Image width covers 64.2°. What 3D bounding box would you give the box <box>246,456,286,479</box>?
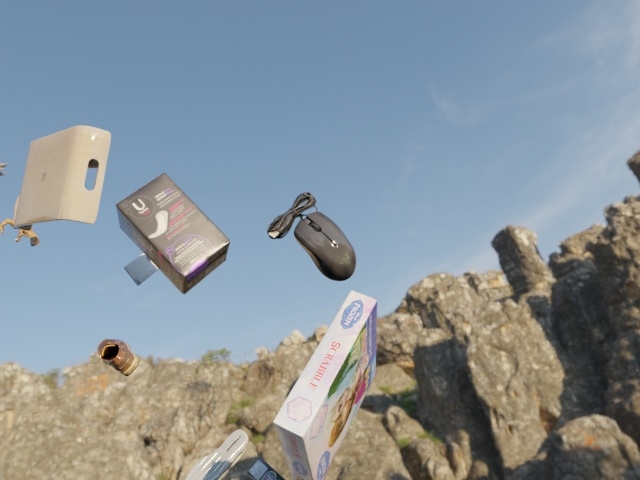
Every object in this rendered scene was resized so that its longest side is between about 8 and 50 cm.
[{"bbox_3d":[-0.068,0.740,1.416,0.060,0.270,0.216,-44,-60,-24],"label":"box"}]

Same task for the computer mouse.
[{"bbox_3d":[0.000,0.000,1.434,0.188,0.272,0.072,-46,2,-25],"label":"computer mouse"}]

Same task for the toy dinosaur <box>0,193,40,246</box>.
[{"bbox_3d":[-0.930,-0.063,1.578,0.112,0.212,0.064,-20,-13,-27],"label":"toy dinosaur"}]

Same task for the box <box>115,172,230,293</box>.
[{"bbox_3d":[-0.397,-0.018,1.383,0.165,0.270,0.143,-41,-8,-28],"label":"box"}]

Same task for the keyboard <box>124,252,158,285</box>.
[{"bbox_3d":[-0.557,0.067,1.680,0.014,0.072,0.256,-36,10,20],"label":"keyboard"}]

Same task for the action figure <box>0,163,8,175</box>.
[{"bbox_3d":[-0.724,-0.201,0.975,0.099,0.285,0.185,-33,-4,2],"label":"action figure"}]

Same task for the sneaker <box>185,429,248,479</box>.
[{"bbox_3d":[-0.345,0.768,1.746,0.258,0.094,0.091,-34,-38,-32],"label":"sneaker"}]

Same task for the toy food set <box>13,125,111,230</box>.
[{"bbox_3d":[-0.618,-0.137,1.223,0.305,0.220,0.092,-4,-14,37],"label":"toy food set"}]

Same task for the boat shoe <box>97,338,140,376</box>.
[{"bbox_3d":[-0.491,0.265,1.211,0.177,0.064,0.060,10,-31,49],"label":"boat shoe"}]

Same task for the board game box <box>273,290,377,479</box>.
[{"bbox_3d":[0.028,0.323,1.079,0.065,0.318,0.319,19,-37,22],"label":"board game box"}]
